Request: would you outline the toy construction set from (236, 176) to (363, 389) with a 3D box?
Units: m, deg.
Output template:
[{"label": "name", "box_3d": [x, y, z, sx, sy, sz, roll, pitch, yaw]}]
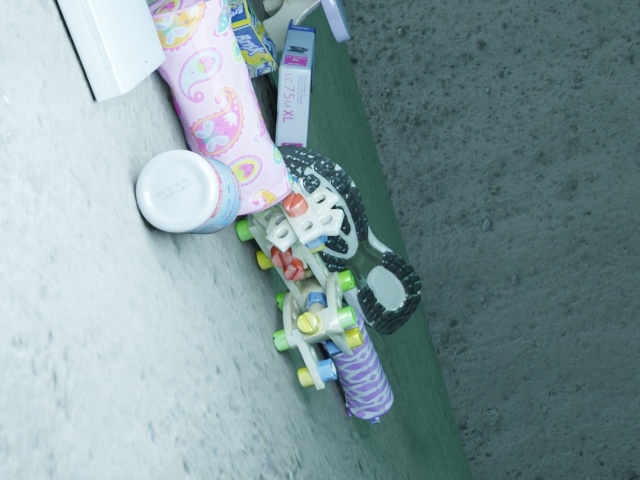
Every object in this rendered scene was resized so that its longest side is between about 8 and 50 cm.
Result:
[{"label": "toy construction set", "box_3d": [-0.032, 0.034, 1.510, 0.328, 0.151, 0.215, 80, 2, -47]}]

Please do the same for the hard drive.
[{"label": "hard drive", "box_3d": [-0.246, -0.311, 1.118, 0.203, 0.040, 0.308, -78, 152, -70]}]

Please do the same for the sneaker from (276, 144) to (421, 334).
[{"label": "sneaker", "box_3d": [0.000, 0.000, 1.861, 0.182, 0.158, 0.410, 16, -32, 52]}]

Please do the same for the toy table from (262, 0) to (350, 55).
[{"label": "toy table", "box_3d": [-0.054, -0.513, 2.197, 0.252, 0.160, 0.274, 48, 27, -68]}]

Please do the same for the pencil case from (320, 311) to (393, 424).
[{"label": "pencil case", "box_3d": [0.059, 0.215, 1.863, 0.086, 0.088, 0.206, -86, 158, -56]}]

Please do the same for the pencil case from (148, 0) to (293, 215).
[{"label": "pencil case", "box_3d": [-0.126, -0.172, 1.333, 0.124, 0.124, 0.284, -83, 156, -67]}]

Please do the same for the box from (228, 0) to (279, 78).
[{"label": "box", "box_3d": [-0.122, -0.336, 1.813, 0.169, 0.059, 0.054, 52, 24, -67]}]

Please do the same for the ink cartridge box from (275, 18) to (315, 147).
[{"label": "ink cartridge box", "box_3d": [-0.044, -0.275, 1.986, 0.311, 0.065, 0.186, -91, -175, -63]}]

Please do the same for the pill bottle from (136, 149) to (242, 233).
[{"label": "pill bottle", "box_3d": [-0.134, -0.050, 1.181, 0.160, 0.087, 0.087, 0, 74, -80]}]
